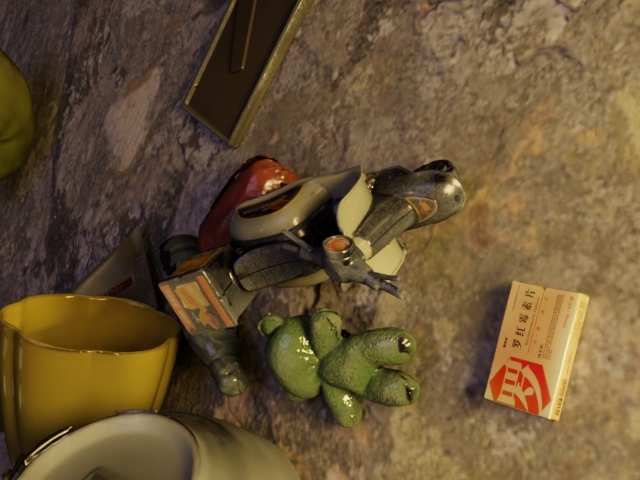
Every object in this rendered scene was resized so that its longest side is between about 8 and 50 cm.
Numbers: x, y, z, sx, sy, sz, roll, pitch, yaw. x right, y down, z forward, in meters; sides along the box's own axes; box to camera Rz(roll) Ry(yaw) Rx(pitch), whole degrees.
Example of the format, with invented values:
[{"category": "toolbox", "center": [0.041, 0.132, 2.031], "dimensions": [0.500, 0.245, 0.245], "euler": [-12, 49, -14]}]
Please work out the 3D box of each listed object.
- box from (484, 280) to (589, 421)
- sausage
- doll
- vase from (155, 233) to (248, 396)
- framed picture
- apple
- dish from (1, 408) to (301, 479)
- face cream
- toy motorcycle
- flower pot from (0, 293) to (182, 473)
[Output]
[{"category": "box", "center": [0.157, 0.079, 0.586], "dimensions": [0.058, 0.015, 0.093], "euler": [11, 84, 47]}, {"category": "sausage", "center": [-0.077, -0.026, 0.833], "dimensions": [0.141, 0.076, 0.076], "euler": [-52, 45, 19]}, {"category": "doll", "center": [0.021, 0.104, 0.694], "dimensions": [0.150, 0.077, 0.115], "euler": [3, 116, 37]}, {"category": "vase", "center": [-0.122, 0.080, 0.851], "dimensions": [0.060, 0.060, 0.211], "euler": [-51, 45, 22]}, {"category": "framed picture", "center": [-0.093, -0.226, 0.965], "dimensions": [0.150, 0.015, 0.203], "euler": [39, 106, 47]}, {"category": "apple", "center": [-0.609, -0.213, 1.345], "dimensions": [0.279, 0.279, 0.279], "euler": [-19, 63, 42]}, {"category": "dish", "center": [-0.170, 0.234, 0.672], "dimensions": [0.316, 0.316, 0.106], "euler": [26, 137, 48]}, {"category": "face cream", "center": [-0.336, 0.133, 1.057], "dimensions": [0.341, 0.084, 0.137], "euler": [-39, 49, 21]}, {"category": "toy motorcycle", "center": [0.000, 0.000, 0.689], "dimensions": [0.263, 0.091, 0.157], "euler": [-16, 24, 37]}, {"category": "flower pot", "center": [-0.262, 0.168, 0.888], "dimensions": [0.195, 0.195, 0.179], "euler": [25, 108, 48]}]
